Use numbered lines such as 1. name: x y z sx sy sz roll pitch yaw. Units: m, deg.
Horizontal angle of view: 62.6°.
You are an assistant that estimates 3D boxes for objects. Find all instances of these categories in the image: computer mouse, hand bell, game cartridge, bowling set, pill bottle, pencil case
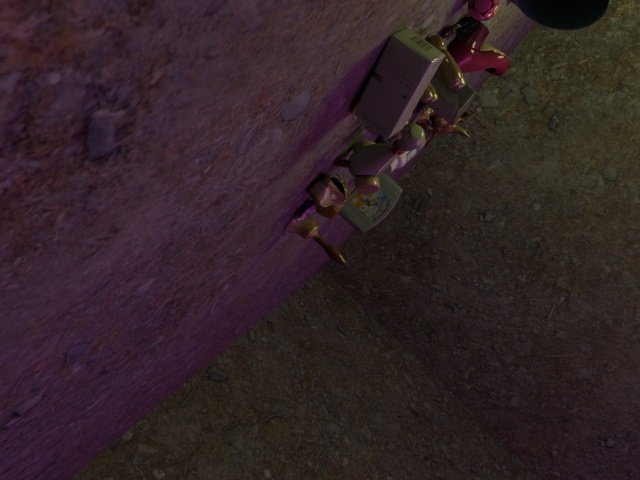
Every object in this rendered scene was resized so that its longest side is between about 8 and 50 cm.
1. computer mouse: 0.412 -0.636 1.569 0.071 0.041 0.242 -30 -179 41
2. hand bell: 0.000 0.000 1.873 0.126 0.242 0.126 -46 174 -6
3. game cartridge: 0.244 -0.185 2.533 0.297 0.198 0.062 -47 174 5
4. bowling set: 0.283 -0.461 1.463 0.199 0.154 0.287 -27 -178 18
5. pill bottle: 0.329 -0.379 2.211 0.221 0.124 0.124 -43 173 -25
6. pencil case: 0.466 -0.679 1.378 0.098 0.095 0.209 -9 167 -11

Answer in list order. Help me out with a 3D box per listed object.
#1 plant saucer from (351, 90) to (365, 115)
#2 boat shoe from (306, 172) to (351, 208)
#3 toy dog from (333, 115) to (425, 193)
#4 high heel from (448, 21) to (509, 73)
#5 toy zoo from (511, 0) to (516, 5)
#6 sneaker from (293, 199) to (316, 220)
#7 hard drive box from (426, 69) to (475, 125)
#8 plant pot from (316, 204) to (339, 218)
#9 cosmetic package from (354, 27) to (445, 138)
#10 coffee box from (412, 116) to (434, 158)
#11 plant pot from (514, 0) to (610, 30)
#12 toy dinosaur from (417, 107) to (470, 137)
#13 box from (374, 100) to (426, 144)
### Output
1. plant saucer: 0.105 -0.356 1.353 0.083 0.015 0.083 -46 173 -8
2. boat shoe: 0.049 -0.169 1.764 0.089 0.104 0.285 -46 174 19
3. toy dog: 0.160 -0.274 1.620 0.160 0.220 0.334 2 144 -26
4. high heel: 0.547 -0.621 1.866 0.377 0.127 0.181 15 113 -54
5. toy zoo: 0.756 -0.949 1.860 0.192 0.030 0.293 -49 173 22
6. sneaker: -0.052 -0.112 1.796 0.098 0.038 0.069 -35 155 -35
7. hard drive box: 0.412 -0.495 1.770 0.089 0.181 0.232 -48 174 8
8. plant pot: 0.036 -0.132 2.006 0.081 0.083 0.081 -39 170 -46
9. cosmetic package: 0.182 -0.368 1.252 0.085 0.117 0.231 -39 164 -42
10. coffee box: 0.485 -0.519 2.381 0.297 0.119 0.168 -41 171 -37
11. plant pot: 0.762 -0.831 1.586 0.235 0.293 0.293 -60 176 -10
12. toy dinosaur: 0.488 -0.495 2.172 0.200 0.127 0.295 -45 130 12
13. box: 0.312 -0.446 1.979 0.183 0.056 0.231 -41 172 -46
